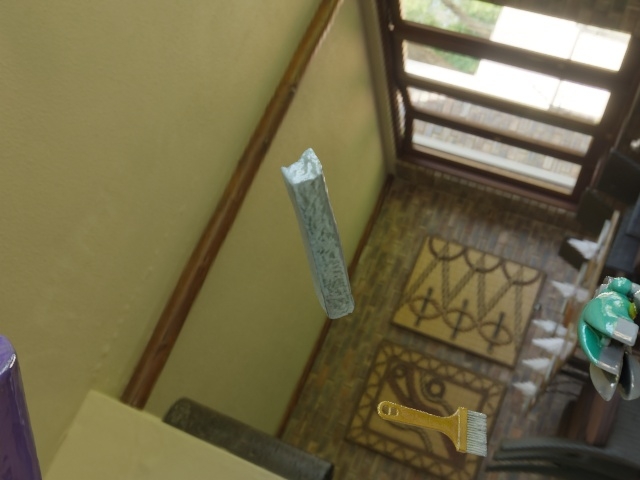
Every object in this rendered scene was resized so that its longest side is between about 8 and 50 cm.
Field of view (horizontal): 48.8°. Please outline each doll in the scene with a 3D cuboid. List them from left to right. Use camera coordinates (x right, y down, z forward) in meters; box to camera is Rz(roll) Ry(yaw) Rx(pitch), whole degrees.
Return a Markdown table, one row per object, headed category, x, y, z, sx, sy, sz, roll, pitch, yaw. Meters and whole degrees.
| category | x | y | z | sx | sy | sz | roll | pitch | yaw |
| --- | --- | --- | --- | --- | --- | --- | --- | --- | --- |
| doll | 0.506 | 0.131 | 1.154 | 0.194 | 0.153 | 0.258 | 93 | -157 | -48 |

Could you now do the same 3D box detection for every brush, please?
| category | x | y | z | sx | sy | sz | roll | pitch | yaw |
| --- | --- | --- | --- | --- | --- | --- | --- | --- | --- |
| brush | 0.254 | 0.410 | 1.592 | 0.013 | 0.272 | 0.103 | 124 | 159 | -54 |

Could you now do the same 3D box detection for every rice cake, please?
| category | x | y | z | sx | sy | sz | roll | pitch | yaw |
| --- | --- | --- | --- | --- | --- | --- | --- | --- | --- |
| rice cake | 0.000 | 0.000 | 0.565 | 0.031 | 0.042 | 0.180 | -22 | -39 | -6 |

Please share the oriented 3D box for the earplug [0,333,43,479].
| category | x | y | z | sx | sy | sz | roll | pitch | yaw |
| --- | --- | --- | --- | --- | --- | --- | --- | --- | --- |
| earplug | -0.350 | 0.327 | 0.675 | 0.215 | 0.215 | 0.455 | -41 | -52 | -59 |
